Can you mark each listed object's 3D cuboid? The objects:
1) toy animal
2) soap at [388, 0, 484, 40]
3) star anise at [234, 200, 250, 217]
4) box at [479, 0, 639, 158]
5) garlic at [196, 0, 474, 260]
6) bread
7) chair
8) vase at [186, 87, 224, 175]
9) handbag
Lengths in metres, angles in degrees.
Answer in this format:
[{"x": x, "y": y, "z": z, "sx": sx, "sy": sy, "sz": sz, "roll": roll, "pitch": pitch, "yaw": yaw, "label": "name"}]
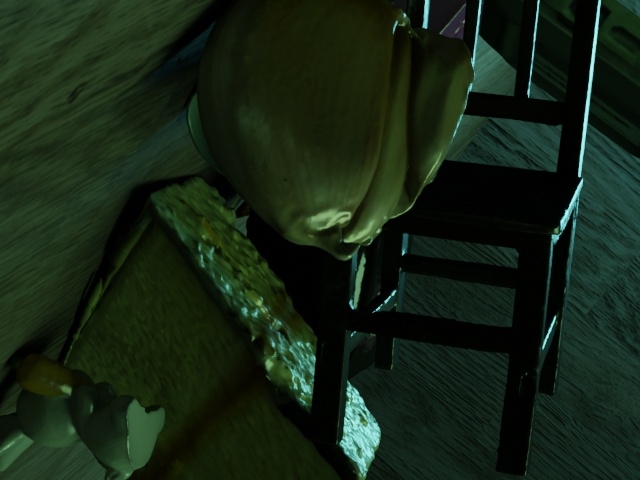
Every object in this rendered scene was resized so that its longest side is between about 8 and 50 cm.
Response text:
[{"x": -0.252, "y": 0.171, "z": 1.449, "sx": 0.131, "sy": 0.182, "sz": 0.127, "roll": 25, "pitch": 75, "yaw": -71, "label": "toy animal"}, {"x": 0.103, "y": -0.224, "z": 1.738, "sx": 0.181, "sy": 0.081, "sz": 0.259, "roll": -49, "pitch": 174, "yaw": -4, "label": "soap"}, {"x": -0.019, "y": -0.091, "z": 1.765, "sx": 0.140, "sy": 0.158, "sz": 0.144, "roll": -57, "pitch": 144, "yaw": -25, "label": "star anise"}, {"x": 0.397, "y": -0.249, "z": 2.205, "sx": 0.111, "sy": 0.396, "sz": 0.396, "roll": -53, "pitch": 173, "yaw": -1, "label": "box"}, {"x": -0.002, "y": -0.095, "z": 1.200, "sx": 0.110, "sy": 0.217, "sz": 0.228, "roll": -17, "pitch": -132, "yaw": 52, "label": "garlic"}, {"x": -0.133, "y": 0.185, "z": 1.508, "sx": 0.405, "sy": 0.346, "sz": 0.242, "roll": -45, "pitch": -178, "yaw": 20, "label": "bread"}, {"x": 0.123, "y": -0.046, "z": 1.332, "sx": 0.240, "sy": 0.203, "sz": 0.416, "roll": -34, "pitch": 130, "yaw": -67, "label": "chair"}, {"x": -0.018, "y": -0.145, "z": 1.343, "sx": 0.219, "sy": 0.096, "sz": 0.096, "roll": -48, "pitch": 174, "yaw": -44, "label": "vase"}, {"x": -0.001, "y": 0.000, "z": 1.632, "sx": 0.093, "sy": 0.254, "sz": 0.308, "roll": -4, "pitch": 123, "yaw": -26, "label": "handbag"}]
